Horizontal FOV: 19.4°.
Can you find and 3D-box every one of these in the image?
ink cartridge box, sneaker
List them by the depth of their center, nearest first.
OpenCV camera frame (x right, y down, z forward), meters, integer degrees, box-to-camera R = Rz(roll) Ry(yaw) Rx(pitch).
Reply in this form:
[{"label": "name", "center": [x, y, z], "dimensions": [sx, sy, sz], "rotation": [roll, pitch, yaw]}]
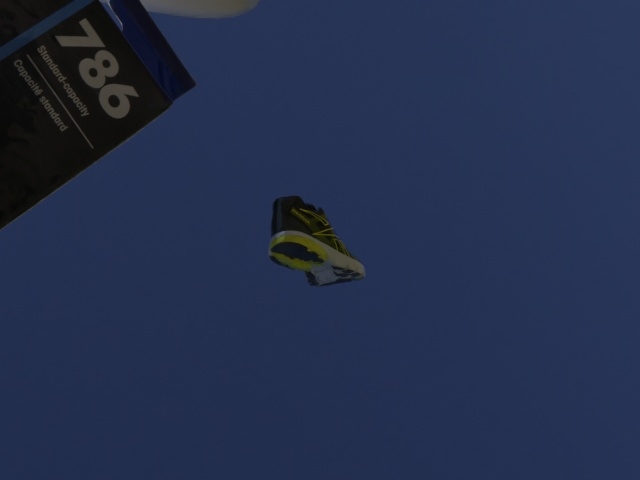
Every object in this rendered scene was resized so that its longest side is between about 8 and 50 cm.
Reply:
[{"label": "sneaker", "center": [0.000, 0.000, 0.961], "dimensions": [0.083, 0.031, 0.035], "rotation": [34, -131, -61]}, {"label": "ink cartridge box", "center": [-0.203, -0.085, 1.019], "dimensions": [0.333, 0.065, 0.165], "rotation": [-42, -80, -39]}]

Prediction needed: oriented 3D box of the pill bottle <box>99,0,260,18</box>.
[{"label": "pill bottle", "center": [-0.103, -0.358, 1.338], "dimensions": [0.204, 0.204, 0.361], "rotation": [-13, -57, -52]}]
